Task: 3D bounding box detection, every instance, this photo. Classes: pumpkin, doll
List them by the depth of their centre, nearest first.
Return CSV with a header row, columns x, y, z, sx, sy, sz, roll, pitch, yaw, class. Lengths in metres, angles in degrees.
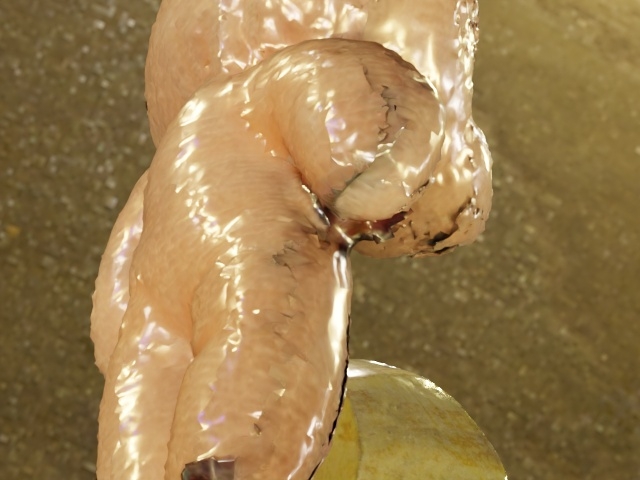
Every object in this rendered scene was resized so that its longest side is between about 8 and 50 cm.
x,y,z,sx,sy,sz,roll,pitch,yaw,class
0.000,0.000,0.583,0.156,0.201,0.303,29,49,-29,doll
-0.011,0.154,0.825,0.217,0.217,0.110,45,0,33,pumpkin
